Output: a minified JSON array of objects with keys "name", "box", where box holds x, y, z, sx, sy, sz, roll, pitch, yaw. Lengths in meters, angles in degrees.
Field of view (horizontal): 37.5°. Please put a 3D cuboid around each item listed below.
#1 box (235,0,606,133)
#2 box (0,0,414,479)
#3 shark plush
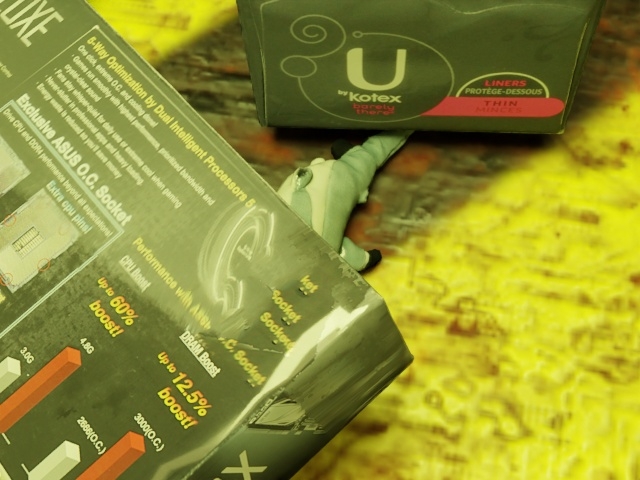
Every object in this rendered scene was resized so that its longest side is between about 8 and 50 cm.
[{"name":"box","box":[0.050,-0.204,0.489,0.165,0.143,0.270,2,64,4]},{"name":"box","box":[-0.153,0.017,0.402,0.242,0.076,0.307,-42,62,-6]},{"name":"shark plush","box":[0.000,0.000,0.487,0.067,0.073,0.161,37,52,-5]}]
